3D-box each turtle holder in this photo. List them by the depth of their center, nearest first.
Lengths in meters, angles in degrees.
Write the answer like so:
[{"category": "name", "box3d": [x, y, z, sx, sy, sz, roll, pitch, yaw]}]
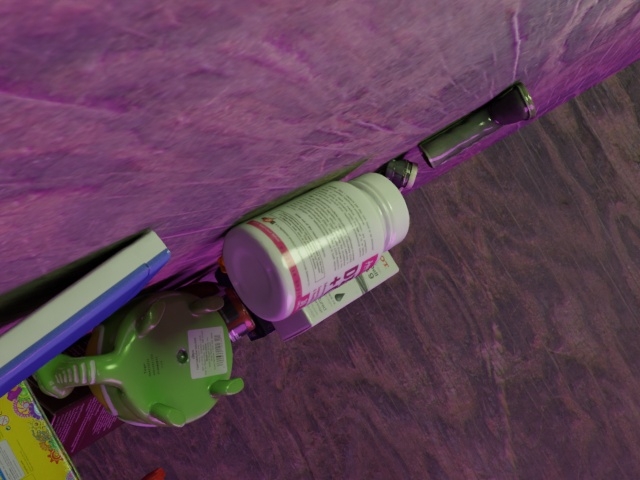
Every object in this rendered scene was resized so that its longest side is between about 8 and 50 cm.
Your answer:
[{"category": "turtle holder", "box3d": [-0.316, 0.228, 1.342, 0.227, 0.243, 0.320, -10, -156, 39]}]

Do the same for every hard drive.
[{"category": "hard drive", "box3d": [-0.314, 0.119, 0.802, 0.319, 0.040, 0.210, -40, -177, -30]}]

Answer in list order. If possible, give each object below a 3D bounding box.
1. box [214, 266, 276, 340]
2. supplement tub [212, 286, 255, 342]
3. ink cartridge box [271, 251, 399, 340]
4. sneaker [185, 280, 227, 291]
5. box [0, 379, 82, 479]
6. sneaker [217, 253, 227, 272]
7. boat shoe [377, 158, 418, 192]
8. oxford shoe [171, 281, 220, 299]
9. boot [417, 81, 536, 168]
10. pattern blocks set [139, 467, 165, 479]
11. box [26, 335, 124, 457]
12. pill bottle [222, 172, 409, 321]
[{"category": "box", "box3d": [-0.160, 0.128, 1.684, 0.059, 0.183, 0.233, -28, 178, -17]}, {"category": "supplement tub", "box3d": [-0.239, 0.185, 1.542, 0.198, 0.106, 0.106, -31, 178, -9]}, {"category": "ink cartridge box", "box3d": [-0.003, 0.049, 1.604, 0.289, 0.211, 0.121, -29, 176, -41]}, {"category": "sneaker", "box3d": [-0.280, 0.135, 1.723, 0.215, 0.084, 0.083, -18, -176, 37]}, {"category": "box", "box3d": [-0.483, 0.345, 1.158, 0.177, 0.290, 0.279, -29, 177, -22]}, {"category": "sneaker", "box3d": [-0.142, 0.030, 1.378, 0.067, 0.064, 0.175, -17, 169, -26]}, {"category": "boat shoe", "box3d": [0.145, -0.135, 1.564, 0.065, 0.075, 0.206, 14, 177, -7]}, {"category": "oxford shoe", "box3d": [-0.308, 0.137, 1.587, 0.212, 0.076, 0.076, -13, 132, -28]}, {"category": "boot", "box3d": [0.289, -0.213, 1.431, 0.208, 0.076, 0.189, -23, 175, 1]}, {"category": "pattern blocks set", "box3d": [-0.402, 0.487, 1.283, 0.285, 0.026, 0.325, -29, 179, -4]}, {"category": "box", "box3d": [-0.483, 0.311, 1.549, 0.191, 0.143, 0.381, -61, 163, 21]}, {"category": "pill bottle", "box3d": [0.000, 0.000, 1.215, 0.283, 0.160, 0.160, -28, 177, -33]}]
